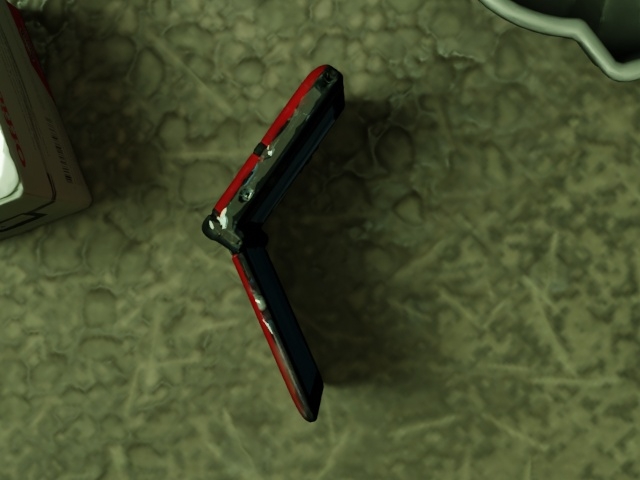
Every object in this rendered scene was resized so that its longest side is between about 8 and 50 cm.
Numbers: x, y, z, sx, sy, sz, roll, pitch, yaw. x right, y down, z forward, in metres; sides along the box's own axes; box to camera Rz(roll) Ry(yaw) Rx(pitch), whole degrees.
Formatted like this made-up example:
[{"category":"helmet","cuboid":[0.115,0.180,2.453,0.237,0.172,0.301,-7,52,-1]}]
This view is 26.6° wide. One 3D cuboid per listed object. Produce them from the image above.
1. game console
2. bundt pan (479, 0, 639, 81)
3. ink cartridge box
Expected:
[{"category":"game console","cuboid":[0.000,0.000,0.606,0.085,0.144,0.124,36,91,1]},{"category":"bundt pan","cuboid":[0.173,-0.224,0.611,0.330,0.124,0.331,0,91,2]},{"category":"ink cartridge box","cuboid":[-0.161,-0.058,0.607,0.063,0.150,0.109,-20,89,1]}]
